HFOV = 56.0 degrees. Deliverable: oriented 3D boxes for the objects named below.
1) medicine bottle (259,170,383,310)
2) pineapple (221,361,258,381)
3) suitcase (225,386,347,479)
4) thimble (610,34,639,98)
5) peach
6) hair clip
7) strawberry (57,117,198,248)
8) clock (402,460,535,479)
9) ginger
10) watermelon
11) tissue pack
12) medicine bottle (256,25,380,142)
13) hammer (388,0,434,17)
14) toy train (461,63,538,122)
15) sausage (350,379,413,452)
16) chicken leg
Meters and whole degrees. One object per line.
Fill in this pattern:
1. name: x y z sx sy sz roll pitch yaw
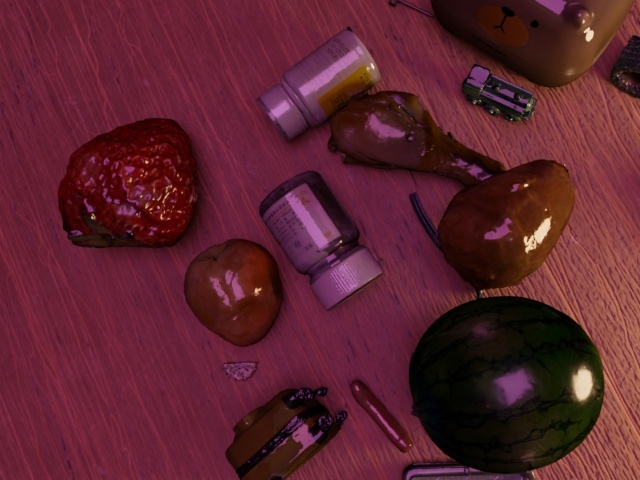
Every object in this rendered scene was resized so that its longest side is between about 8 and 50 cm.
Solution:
1. medicine bottle: 0.000 0.000 1.300 0.165 0.165 0.273 -33 81 3
2. pineapple: -0.183 0.298 1.367 0.083 0.019 0.045 0 81 4
3. suitcase: -0.076 0.405 1.256 0.235 0.194 0.143 -42 73 2
4. thimble: 0.696 -0.361 1.271 0.135 0.118 0.090 31 84 25
5. peach: -0.185 0.120 1.305 0.214 0.214 0.235 -16 100 5
6. hair clip: 0.282 0.005 1.324 0.083 0.048 0.275 -44 80 5
7. strawberry: -0.412 -0.131 1.314 0.292 0.292 0.309 4 91 8
8. clock: 0.316 0.602 1.256 0.273 0.049 0.278 -4 84 8
9. ginger: 0.364 -0.024 1.177 0.269 0.200 0.223 -18 48 29
10. watermelon: 0.343 0.268 1.143 0.363 0.363 0.363 -1 84 7
11. tissue pack: 0.433 -0.516 1.243 0.387 0.277 0.267 36 87 8
12. medicine bottle: -0.006 -0.343 1.347 0.258 0.143 0.143 -34 81 3
13. hammer: 0.215 -0.547 1.402 0.110 0.019 0.035 28 88 7
14. toy train: 0.389 -0.317 1.310 0.170 0.111 0.071 27 93 9
15. sausage: 0.129 0.380 1.305 0.043 0.043 0.186 -41 82 2
16. chicken leg: 0.225 -0.195 1.315 0.429 0.153 0.201 25 101 2
